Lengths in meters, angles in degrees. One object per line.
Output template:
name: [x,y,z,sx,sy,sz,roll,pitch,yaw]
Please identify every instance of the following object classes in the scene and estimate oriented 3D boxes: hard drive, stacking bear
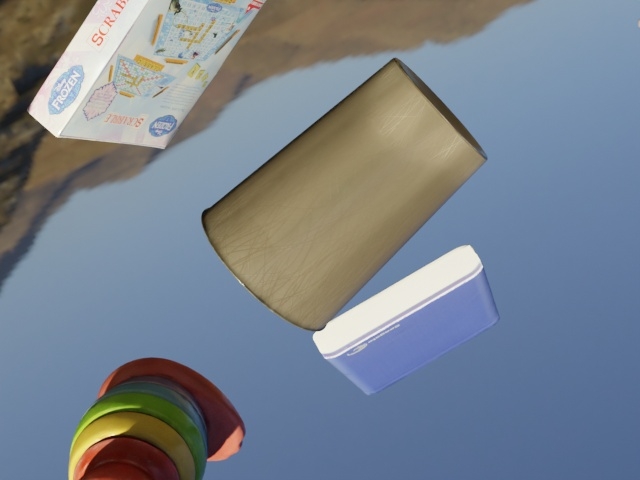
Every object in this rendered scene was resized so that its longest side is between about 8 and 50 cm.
hard drive: [0.117,0.108,1.696,0.210,0.040,0.319,-30,162,2]
stacking bear: [-0.203,0.257,1.494,0.175,0.164,0.289,-27,-165,13]

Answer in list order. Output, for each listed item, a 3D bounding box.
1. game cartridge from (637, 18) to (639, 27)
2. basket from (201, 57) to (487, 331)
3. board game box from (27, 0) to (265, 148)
game cartridge: [0.483,-0.158,1.607,0.230,0.355,0.068,-15,-165,-33]
basket: [0.030,-0.046,1.259,0.227,0.154,0.204,-42,165,11]
board game box: [-0.222,-0.278,1.891,0.318,0.066,0.318,-54,164,12]
